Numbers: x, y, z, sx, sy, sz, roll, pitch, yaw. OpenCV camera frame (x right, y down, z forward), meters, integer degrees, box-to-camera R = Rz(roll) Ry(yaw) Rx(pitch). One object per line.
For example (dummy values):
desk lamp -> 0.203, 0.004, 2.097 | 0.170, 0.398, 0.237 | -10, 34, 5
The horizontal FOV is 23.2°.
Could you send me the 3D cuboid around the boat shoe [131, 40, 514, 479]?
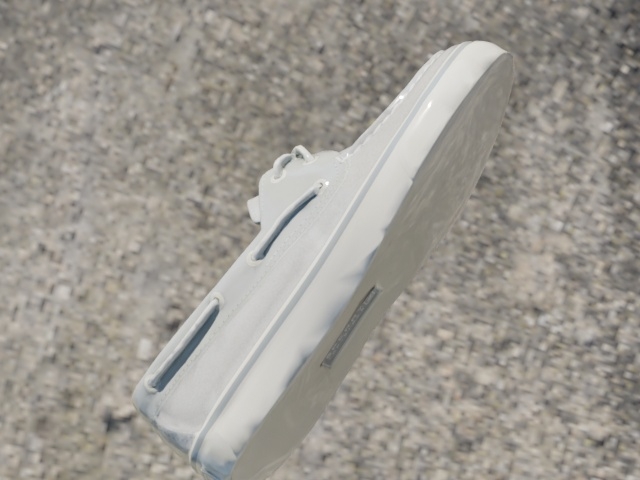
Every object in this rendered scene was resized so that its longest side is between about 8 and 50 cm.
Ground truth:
boat shoe -> 0.000, 0.000, 0.556 | 0.063, 0.066, 0.184 | 33, 92, 21
